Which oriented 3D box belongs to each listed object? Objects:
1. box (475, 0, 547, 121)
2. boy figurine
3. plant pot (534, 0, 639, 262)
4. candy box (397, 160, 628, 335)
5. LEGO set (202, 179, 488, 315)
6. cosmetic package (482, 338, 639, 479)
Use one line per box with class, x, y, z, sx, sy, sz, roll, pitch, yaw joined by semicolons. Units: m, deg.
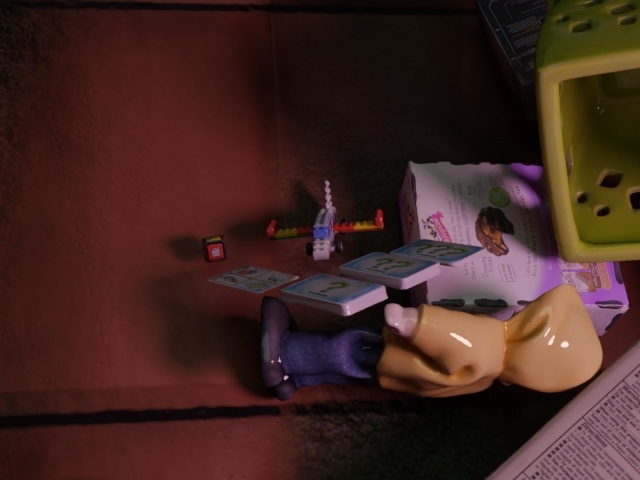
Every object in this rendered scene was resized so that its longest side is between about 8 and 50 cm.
box;0.307;-0.241;1.038;0.231;0.056;0.183;-20;45;6
boy figurine;0.092;0.087;0.802;0.285;0.177;0.092;-6;67;11
plant pot;0.311;-0.135;0.841;0.228;0.227;0.207;-7;43;15
candy box;0.184;0.007;0.934;0.196;0.070;0.164;1;59;-7
LEGO set;0.000;0.000;0.851;0.182;0.060;0.244;-20;20;-39
cosmetic package;0.227;0.222;0.777;0.296;0.129;0.153;-33;67;-23
